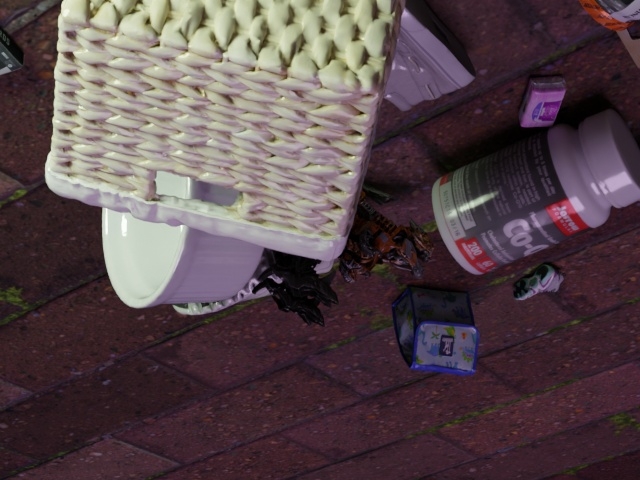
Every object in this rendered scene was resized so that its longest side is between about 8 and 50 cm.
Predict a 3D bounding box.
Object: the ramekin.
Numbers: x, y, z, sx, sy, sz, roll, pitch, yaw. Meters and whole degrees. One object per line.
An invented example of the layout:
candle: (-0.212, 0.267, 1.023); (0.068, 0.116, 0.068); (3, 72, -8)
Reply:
ramekin: (-0.179, -0.045, 1.561); (0.135, 0.277, 0.277); (5, 147, -32)

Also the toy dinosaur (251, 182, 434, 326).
toy dinosaur: (0.000, 0.000, 1.745); (0.322, 0.218, 0.164); (14, 159, 19)

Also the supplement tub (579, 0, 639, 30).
supplement tub: (0.386, -0.333, 1.334); (0.117, 0.117, 0.190); (14, 142, -30)

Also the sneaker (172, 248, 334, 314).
sneaker: (-0.111, 0.059, 1.894); (0.292, 0.110, 0.118); (-20, 154, 21)

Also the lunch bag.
lunch bag: (0.206, 0.165, 2.065); (0.129, 0.151, 0.096); (8, 146, -20)

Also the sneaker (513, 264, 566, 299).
sneaker: (0.396, 0.083, 2.074); (0.069, 0.038, 0.098); (17, 141, -32)

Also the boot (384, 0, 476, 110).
boot: (0.088, -0.241, 1.447); (0.123, 0.095, 0.258); (-28, 143, 20)

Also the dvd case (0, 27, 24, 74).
dvd case: (-0.511, -0.236, 1.414); (0.239, 0.029, 0.179); (-15, 147, 14)

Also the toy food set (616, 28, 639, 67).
toy food set: (0.487, -0.280, 1.510); (0.192, 0.038, 0.132); (-24, 144, 25)

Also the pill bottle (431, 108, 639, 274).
pill bottle: (0.320, -0.071, 1.698); (0.283, 0.161, 0.161); (-25, 144, 27)

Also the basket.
basket: (-0.086, -0.203, 1.205); (0.328, 0.331, 0.266); (14, 144, 0)

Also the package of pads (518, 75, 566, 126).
package of pads: (0.309, -0.193, 1.623); (0.050, 0.032, 0.083); (-1, 148, -5)
